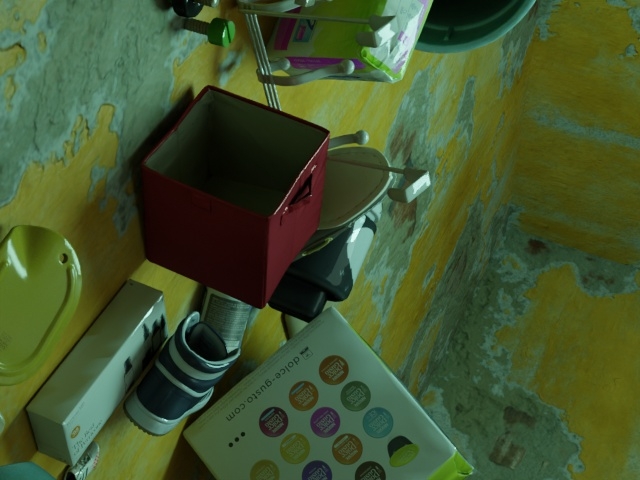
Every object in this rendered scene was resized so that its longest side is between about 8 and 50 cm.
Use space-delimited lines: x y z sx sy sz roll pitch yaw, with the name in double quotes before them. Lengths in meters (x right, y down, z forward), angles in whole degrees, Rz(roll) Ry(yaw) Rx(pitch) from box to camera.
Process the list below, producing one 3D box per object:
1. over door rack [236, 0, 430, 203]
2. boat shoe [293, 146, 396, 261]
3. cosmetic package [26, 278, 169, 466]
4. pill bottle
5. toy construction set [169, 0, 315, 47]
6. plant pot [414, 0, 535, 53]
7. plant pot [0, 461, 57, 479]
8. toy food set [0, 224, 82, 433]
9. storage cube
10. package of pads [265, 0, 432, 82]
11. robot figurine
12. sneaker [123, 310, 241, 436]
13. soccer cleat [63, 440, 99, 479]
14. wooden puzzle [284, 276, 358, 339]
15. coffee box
"over door rack" 0.028 -0.207 1.508 0.108 0.324 0.240 -31 123 -25
"boat shoe" -0.015 -0.041 1.698 0.096 0.324 0.117 16 51 -55
"cosmetic package" -0.284 0.170 1.474 0.099 0.060 0.239 88 27 -46
"pill bottle" -0.150 0.108 1.781 0.078 0.078 0.137 -12 120 -70
"toy construction set" -0.041 -0.395 1.327 0.257 0.237 0.309 43 67 -71
"plant pot" 0.235 -0.524 1.931 0.334 0.341 0.341 -55 158 -63
"plant pot" -0.350 0.344 1.185 0.290 0.290 0.195 20 54 -72
"toy food set" -0.347 0.083 1.207 0.128 0.071 0.218 53 53 -41
"storage cube" -0.113 -0.057 1.515 0.193 0.215 0.184 97 20 -49
"package of pads" 0.067 -0.380 1.666 0.101 0.229 0.297 29 78 -41
"robot figurine" 0.002 0.000 1.960 0.173 0.209 0.278 30 76 -31
"sneaker" -0.175 0.168 1.608 0.153 0.099 0.282 -52 180 14
"soccer cleat" -0.329 0.312 1.540 0.083 0.029 0.035 -60 164 -17
"wooden puzzle" 0.000 0.108 2.300 0.239 0.044 0.221 -57 159 -25
"coffee box" 0.029 0.374 1.986 0.337 0.334 0.338 -41 160 -2
